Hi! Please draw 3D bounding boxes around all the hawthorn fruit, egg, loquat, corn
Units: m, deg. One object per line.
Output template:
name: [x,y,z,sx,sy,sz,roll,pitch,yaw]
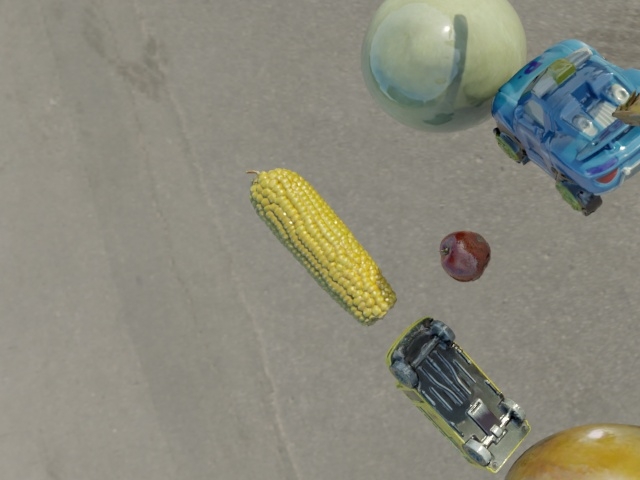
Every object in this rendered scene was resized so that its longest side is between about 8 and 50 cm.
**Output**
hawthorn fruit: [0.235,0.025,1.525,0.093,0.093,0.093,7,101,42]
egg: [0.201,-0.300,1.489,0.259,0.352,0.258,7,105,27]
loquat: [0.306,0.281,0.960,0.228,0.179,0.179,-3,95,4]
corn: [0.000,0.000,1.434,0.310,0.101,0.101,47,126,7]

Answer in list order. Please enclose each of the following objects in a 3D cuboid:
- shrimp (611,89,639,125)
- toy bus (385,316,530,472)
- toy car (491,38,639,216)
shrimp: [0.308,-0.104,0.712,0.173,0.253,0.058,-6,102,6]
toy bus: [0.266,0.313,1.888,0.330,0.144,0.152,48,160,-5]
toy car: [0.350,-0.185,1.277,0.198,0.166,0.314,-38,38,3]
